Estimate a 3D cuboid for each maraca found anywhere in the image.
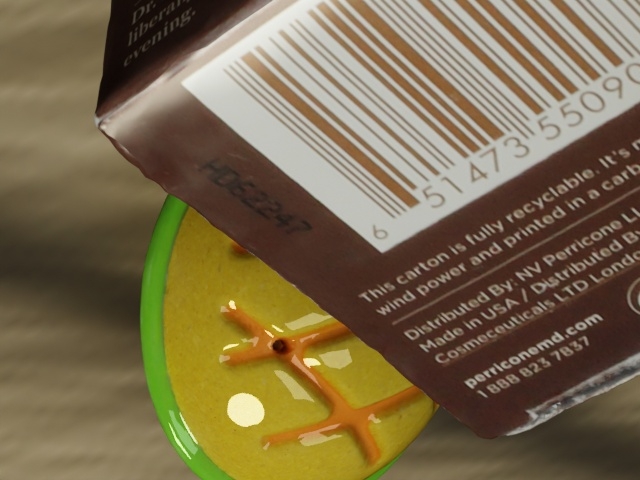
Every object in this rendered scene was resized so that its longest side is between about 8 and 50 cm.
[{"bbox_3d":[0.000,0.000,0.659,0.127,0.099,0.186,13,86,-35],"label":"maraca"}]

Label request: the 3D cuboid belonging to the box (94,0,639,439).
[{"bbox_3d":[0.059,-0.091,0.537,0.168,0.203,0.167,-31,127,29],"label":"box"}]
